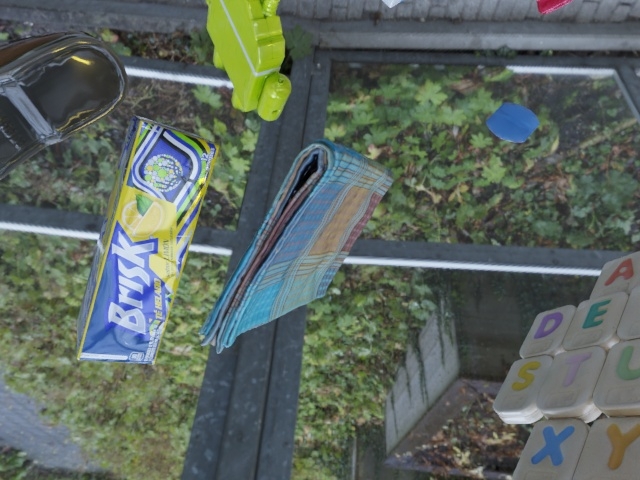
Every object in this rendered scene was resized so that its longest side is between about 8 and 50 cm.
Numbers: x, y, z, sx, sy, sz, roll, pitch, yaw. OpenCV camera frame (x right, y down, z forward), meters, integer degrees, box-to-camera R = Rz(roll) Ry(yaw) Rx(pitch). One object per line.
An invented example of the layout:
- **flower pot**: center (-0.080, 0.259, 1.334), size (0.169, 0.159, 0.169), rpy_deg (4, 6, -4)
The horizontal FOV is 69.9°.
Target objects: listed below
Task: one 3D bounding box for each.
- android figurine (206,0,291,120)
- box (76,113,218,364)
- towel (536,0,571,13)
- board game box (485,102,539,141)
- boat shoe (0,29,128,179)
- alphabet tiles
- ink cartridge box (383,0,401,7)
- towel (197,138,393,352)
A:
- **android figurine**: center (-0.118, -0.319, 0.717), size (0.056, 0.249, 0.273), rpy_deg (-23, 175, -22)
- **box**: center (-0.128, 0.001, 0.331), size (0.054, 0.059, 0.169), rpy_deg (13, 101, -31)
- **towel**: center (0.450, -0.578, 0.810), size (0.031, 0.275, 0.198), rpy_deg (-21, -174, -40)
- **board game box**: center (0.603, -0.363, 1.447), size (0.133, 0.168, 0.033), rpy_deg (37, 157, 19)
- **boat shoe**: center (-0.345, -0.115, 0.443), size (0.307, 0.104, 0.111), rpy_deg (-31, 135, -26)
- **alphabet tiles**: center (0.256, 0.080, 0.356), size (0.021, 0.278, 0.284), rpy_deg (44, 150, 0)
- **ink cartridge box**: center (0.245, -0.788, 1.392), size (0.052, 0.088, 0.122), rpy_deg (49, 158, 6)
- **towel**: center (0.000, 0.000, 0.653), size (0.040, 0.370, 0.272), rpy_deg (35, 104, 15)
